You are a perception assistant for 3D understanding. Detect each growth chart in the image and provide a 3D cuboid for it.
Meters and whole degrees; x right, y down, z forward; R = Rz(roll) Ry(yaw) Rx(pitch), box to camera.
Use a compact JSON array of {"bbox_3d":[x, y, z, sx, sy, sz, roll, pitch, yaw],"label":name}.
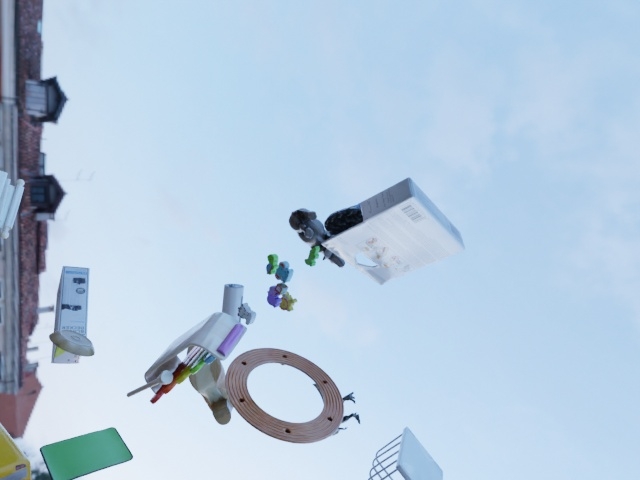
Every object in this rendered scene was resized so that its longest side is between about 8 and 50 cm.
[{"bbox_3d":[-0.748,-0.106,1.032,0.021,0.237,0.172,-37,-142,45],"label":"growth chart"}]

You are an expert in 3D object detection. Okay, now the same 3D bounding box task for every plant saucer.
[{"bbox_3d":[-0.441,0.181,0.895,0.083,0.083,0.015,27,-94,40],"label":"plant saucer"}]

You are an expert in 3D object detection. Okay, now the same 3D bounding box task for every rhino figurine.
[{"bbox_3d":[0.000,0.000,1.364,0.073,0.243,0.106,-49,-143,-11],"label":"rhino figurine"}]

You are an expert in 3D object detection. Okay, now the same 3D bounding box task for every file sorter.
[{"bbox_3d":[0.267,0.780,1.615,0.173,0.277,0.193,-40,-97,13],"label":"file sorter"}]

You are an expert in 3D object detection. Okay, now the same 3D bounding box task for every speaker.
[{"bbox_3d":[-0.238,0.185,1.341,0.055,0.055,0.136,11,-83,44],"label":"speaker"}]

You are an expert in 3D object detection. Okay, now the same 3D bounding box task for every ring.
[{"bbox_3d":[-0.096,0.413,1.346,0.336,0.336,0.032,40,-62,36],"label":"ring"}]

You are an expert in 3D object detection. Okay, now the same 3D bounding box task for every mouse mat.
[{"bbox_3d":[-0.592,0.539,1.264,0.152,0.189,0.007,25,-71,45],"label":"mouse mat"}]

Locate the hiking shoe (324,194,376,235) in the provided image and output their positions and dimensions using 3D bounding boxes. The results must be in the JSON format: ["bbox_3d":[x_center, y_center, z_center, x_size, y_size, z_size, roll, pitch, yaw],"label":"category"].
[{"bbox_3d":[0.162,-0.080,1.544,0.304,0.132,0.113,-12,-68,10],"label":"hiking shoe"}]

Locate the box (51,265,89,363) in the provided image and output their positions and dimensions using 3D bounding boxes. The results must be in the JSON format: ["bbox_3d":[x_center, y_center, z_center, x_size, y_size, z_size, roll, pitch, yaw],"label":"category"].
[{"bbox_3d":[-0.842,0.248,1.685,0.169,0.087,0.290,-56,-141,37],"label":"box"}]

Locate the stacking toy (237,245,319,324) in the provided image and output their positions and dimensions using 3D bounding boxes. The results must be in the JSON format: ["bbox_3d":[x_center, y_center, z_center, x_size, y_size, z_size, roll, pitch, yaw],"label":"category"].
[{"bbox_3d":[-0.105,0.108,1.262,0.052,0.167,0.221,41,-60,28],"label":"stacking toy"}]

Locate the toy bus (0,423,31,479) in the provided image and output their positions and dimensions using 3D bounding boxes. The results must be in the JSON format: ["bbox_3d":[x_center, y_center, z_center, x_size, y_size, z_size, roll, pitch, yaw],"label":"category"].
[{"bbox_3d":[-0.760,0.531,1.154,0.332,0.108,0.130,16,-75,39],"label":"toy bus"}]

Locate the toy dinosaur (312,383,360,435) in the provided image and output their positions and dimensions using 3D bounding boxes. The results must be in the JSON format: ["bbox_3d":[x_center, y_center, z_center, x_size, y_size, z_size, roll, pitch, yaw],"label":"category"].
[{"bbox_3d":[0.059,0.539,1.577,0.064,0.118,0.268,-101,178,-57],"label":"toy dinosaur"}]

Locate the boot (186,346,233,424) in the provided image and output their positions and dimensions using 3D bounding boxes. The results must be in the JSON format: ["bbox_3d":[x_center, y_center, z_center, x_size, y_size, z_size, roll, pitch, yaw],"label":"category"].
[{"bbox_3d":[-0.356,0.428,1.597,0.211,0.104,0.295,-157,-131,-74],"label":"boot"}]

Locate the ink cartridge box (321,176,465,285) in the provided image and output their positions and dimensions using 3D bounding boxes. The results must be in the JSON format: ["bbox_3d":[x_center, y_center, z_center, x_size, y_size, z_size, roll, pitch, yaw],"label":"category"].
[{"bbox_3d":[0.172,-0.007,1.166,0.239,0.275,0.060,-26,-130,27],"label":"ink cartridge box"}]

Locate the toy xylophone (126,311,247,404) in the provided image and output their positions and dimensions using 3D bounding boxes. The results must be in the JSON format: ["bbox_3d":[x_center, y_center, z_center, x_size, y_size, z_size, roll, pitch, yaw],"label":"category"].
[{"bbox_3d":[-0.327,0.291,1.190,0.081,0.236,0.322,48,-45,-10],"label":"toy xylophone"}]
